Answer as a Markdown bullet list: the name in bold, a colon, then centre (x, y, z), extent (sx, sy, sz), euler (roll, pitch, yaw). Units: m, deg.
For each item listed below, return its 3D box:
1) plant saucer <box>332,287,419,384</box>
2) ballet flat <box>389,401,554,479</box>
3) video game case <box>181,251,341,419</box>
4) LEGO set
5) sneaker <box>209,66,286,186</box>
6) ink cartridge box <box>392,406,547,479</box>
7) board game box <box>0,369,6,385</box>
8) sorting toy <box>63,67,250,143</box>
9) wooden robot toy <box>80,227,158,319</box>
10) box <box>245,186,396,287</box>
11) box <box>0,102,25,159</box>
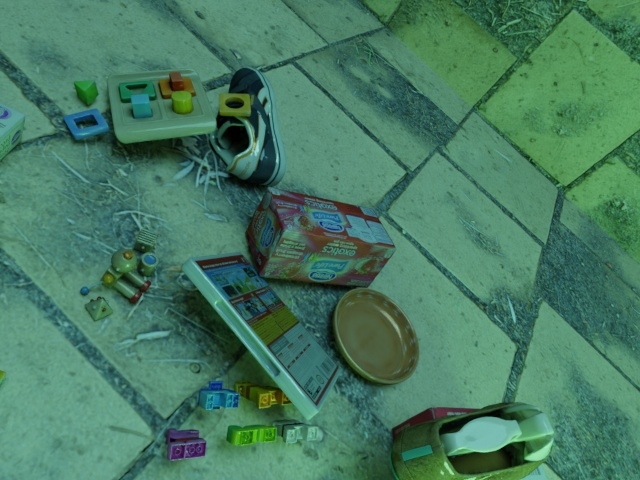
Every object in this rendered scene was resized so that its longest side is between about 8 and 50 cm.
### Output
- **plant saucer**: centre (0.105, 0.188, 0.932), extent (0.200, 0.037, 0.199), euler (20, 47, -23)
- **ballet flat**: centre (0.262, 0.293, 0.707), extent (0.343, 0.124, 0.116), euler (7, 51, -30)
- **video game case**: centre (-0.083, 0.135, 0.767), extent (0.285, 0.025, 0.204), euler (49, 10, 7)
- **LEGO set**: centre (-0.119, 0.246, 0.691), extent (0.227, 0.093, 0.086), euler (11, 81, -36)
- **sneaker**: centre (-0.170, -0.270, 1.039), extent (0.128, 0.126, 0.321), euler (8, 53, -40)
- **ink cartridge box**: centre (0.266, 0.442, 0.772), extent (0.226, 0.131, 0.306), euler (14, 50, -27)
- **board game box**: centre (-0.443, 0.197, 0.519), extent (0.104, 0.026, 0.154), euler (27, 44, -15)
- **sorting toy**: centre (-0.306, -0.274, 0.910), extent (0.348, 0.047, 0.196), euler (-12, 54, -18)
- **wooden robot toy**: centre (-0.290, 0.040, 0.727), extent (0.076, 0.079, 0.173), euler (35, 43, -8)
- **box**: centre (0.000, 0.000, 0.930), extent (0.257, 0.122, 0.128), euler (9, 38, -32)
- **box**: centre (-0.535, -0.086, 0.658), extent (0.067, 0.063, 0.324), euler (29, 43, -16)
